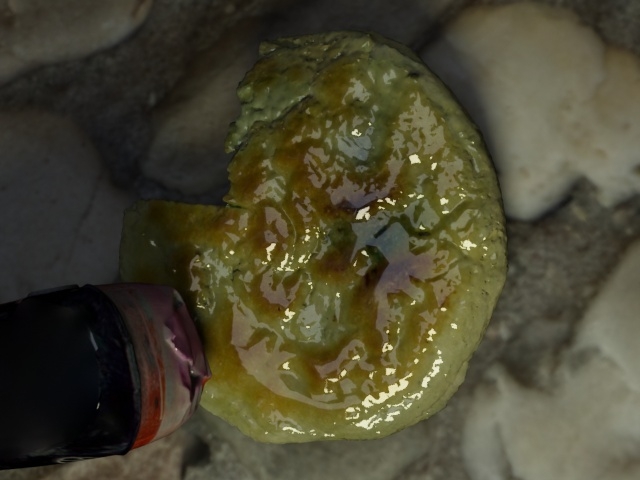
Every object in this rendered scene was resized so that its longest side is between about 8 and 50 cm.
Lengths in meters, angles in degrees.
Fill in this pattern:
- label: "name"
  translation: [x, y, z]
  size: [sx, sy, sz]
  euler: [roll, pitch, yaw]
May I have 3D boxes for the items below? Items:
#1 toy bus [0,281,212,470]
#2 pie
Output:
- label: "toy bus"
  translation: [-0.225, 0.106, 0.901]
  size: [0.303, 0.147, 0.127]
  euler: [-13, 87, 32]
- label: "pie"
  translation: [0.000, 0.000, 0.925]
  size: [0.338, 0.075, 0.337]
  euler: [-2, 84, 18]
